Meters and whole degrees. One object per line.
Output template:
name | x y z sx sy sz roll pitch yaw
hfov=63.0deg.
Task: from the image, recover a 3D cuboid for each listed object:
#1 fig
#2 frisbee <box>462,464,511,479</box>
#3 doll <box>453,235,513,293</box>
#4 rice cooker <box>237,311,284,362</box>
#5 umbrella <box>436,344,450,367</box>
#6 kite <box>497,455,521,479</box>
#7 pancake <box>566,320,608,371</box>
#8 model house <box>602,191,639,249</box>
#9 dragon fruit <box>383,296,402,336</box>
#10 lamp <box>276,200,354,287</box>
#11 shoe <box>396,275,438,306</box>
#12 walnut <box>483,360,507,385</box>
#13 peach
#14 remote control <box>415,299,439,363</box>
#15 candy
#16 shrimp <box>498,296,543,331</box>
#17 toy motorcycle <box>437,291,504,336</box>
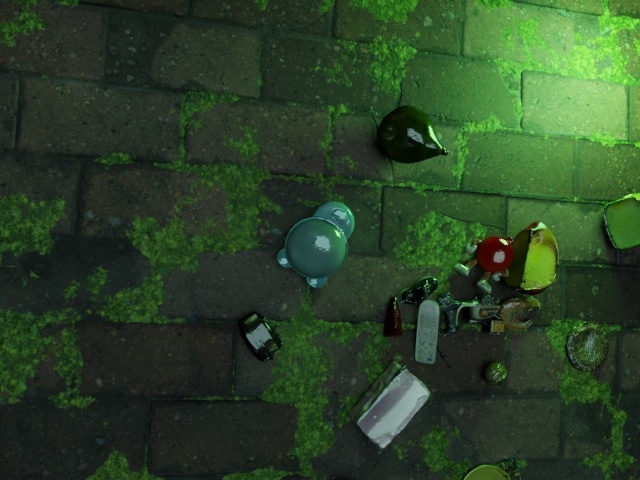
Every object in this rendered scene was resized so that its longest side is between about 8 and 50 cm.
fig | 0.321 -0.351 1.782 0.244 0.195 0.195 28 79 33
frisbee | 0.597 0.932 1.891 0.235 0.017 0.236 1 86 -13
doll | 0.610 0.064 1.898 0.183 0.085 0.217 38 85 14
rice cooker | -0.197 0.312 1.693 0.106 0.112 0.165 -42 97 -17
umbrella | 0.431 0.393 1.878 0.022 0.022 0.149 -33 95 -50
kite | 0.701 0.836 1.916 0.122 0.004 0.090 41 66 -12
pancake | 1.031 0.408 2.012 0.199 0.021 0.199 1 87 -12
model house | 1.237 -0.087 2.044 0.211 0.170 0.194 -18 84 -41
dragon fruit | 0.266 0.267 1.826 0.063 0.097 0.131 8 66 -15
lamp | 0.001 0.001 1.734 0.209 0.147 0.284 35 80 -7
shoe | 0.352 0.180 1.829 0.169 0.099 0.071 -26 91 -13
walnut | 0.631 0.484 1.889 0.092 0.092 0.092 1 87 -13
peach | 0.767 0.068 1.903 0.158 0.154 0.268 17 76 -17
remote control | 0.378 0.321 1.845 0.073 0.044 0.229 5 99 16
candy | 0.235 0.558 1.776 0.155 0.116 0.265 44 79 -8
shrimp | 0.745 0.270 1.947 0.187 0.052 0.133 -8 108 -8
toy motorcycle | 0.531 0.264 1.872 0.262 0.091 0.157 3 90 -12
